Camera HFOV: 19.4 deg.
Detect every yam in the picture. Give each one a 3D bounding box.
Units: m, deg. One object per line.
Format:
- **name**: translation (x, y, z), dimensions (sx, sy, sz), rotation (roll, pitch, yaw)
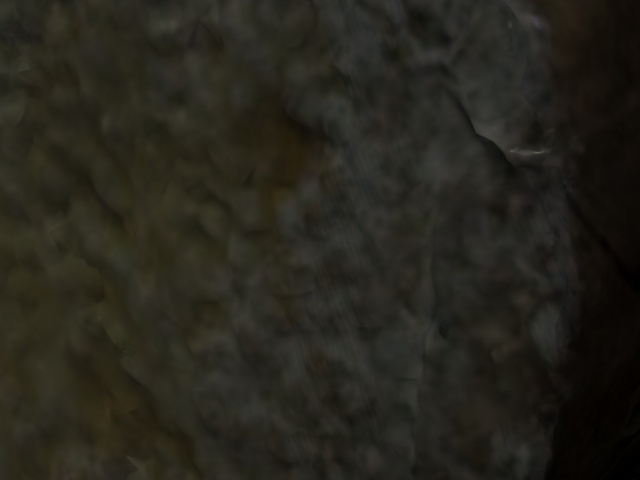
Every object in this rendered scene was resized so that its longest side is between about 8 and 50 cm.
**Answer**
- **yam**: translation (0.043, -0.037, 0.486), dimensions (0.348, 0.241, 0.241), rotation (-28, 3, -43)
